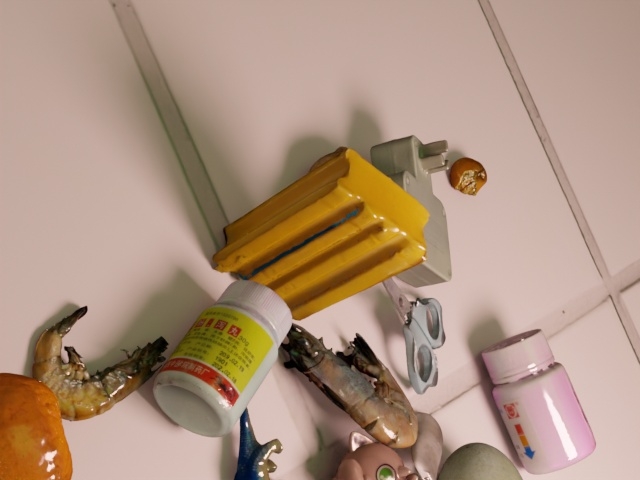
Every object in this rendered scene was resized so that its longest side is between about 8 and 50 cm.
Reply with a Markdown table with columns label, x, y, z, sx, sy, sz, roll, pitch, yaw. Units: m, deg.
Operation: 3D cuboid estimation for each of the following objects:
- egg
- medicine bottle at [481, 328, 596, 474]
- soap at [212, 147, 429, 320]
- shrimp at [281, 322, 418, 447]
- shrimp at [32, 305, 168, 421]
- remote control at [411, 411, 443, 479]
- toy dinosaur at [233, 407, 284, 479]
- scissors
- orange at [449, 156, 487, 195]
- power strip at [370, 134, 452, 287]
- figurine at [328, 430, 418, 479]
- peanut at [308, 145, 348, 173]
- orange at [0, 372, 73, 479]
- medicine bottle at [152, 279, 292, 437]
| label | x | y | z | sx | sy | sz | roll | pitch | yaw |
| --- | --- | --- | --- | --- | --- | --- | --- | --- | --- |
| egg | 0.283 | 0.472 | 1.902 | 0.169 | 0.169 | 0.236 | 9 | 64 | -39 |
| medicine bottle | 0.417 | 0.309 | 2.102 | 0.152 | 0.152 | 0.254 | -19 | 85 | -44 |
| soap | 0.000 | 0.000 | 1.748 | 0.204 | 0.324 | 0.096 | 38 | 46 | -25 |
| shrimp | 0.064 | 0.228 | 1.851 | 0.289 | 0.075 | 0.178 | 38 | 25 | 7 |
| shrimp | -0.322 | 0.168 | 1.583 | 0.217 | 0.051 | 0.150 | -29 | 85 | -40 |
| remote control | 0.190 | 0.361 | 1.889 | 0.073 | 0.044 | 0.229 | 63 | 12 | -10 |
| toy dinosaur | -0.119 | 0.389 | 1.656 | 0.188 | 0.075 | 0.247 | -28 | 99 | -41 |
| scissors | 0.154 | 0.123 | 1.930 | 0.360 | 0.029 | 0.191 | 59 | 39 | -46 |
| orange | 0.309 | -0.135 | 2.253 | 0.086 | 0.062 | 0.086 | 21 | 57 | -36 |
| power strip | 0.182 | -0.065 | 2.020 | 0.229 | 0.141 | 0.261 | 32 | 50 | -59 |
| figurine | 0.081 | 0.394 | 1.791 | 0.138 | 0.125 | 0.125 | 31 | 53 | -11 |
| peanut | 0.025 | -0.073 | 1.951 | 0.120 | 0.110 | 0.236 | 23 | 49 | -8 |
| orange | -0.402 | 0.264 | 1.384 | 0.161 | 0.193 | 0.193 | -18 | 84 | -10 |
| medicine bottle | -0.146 | 0.179 | 1.667 | 0.139 | 0.139 | 0.225 | 48 | 48 | -16 |
